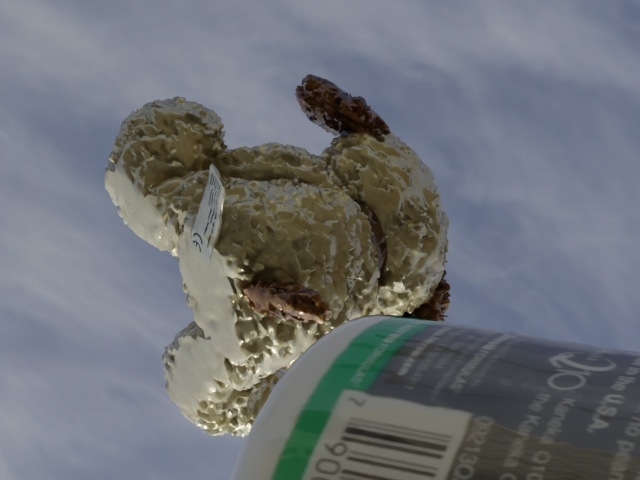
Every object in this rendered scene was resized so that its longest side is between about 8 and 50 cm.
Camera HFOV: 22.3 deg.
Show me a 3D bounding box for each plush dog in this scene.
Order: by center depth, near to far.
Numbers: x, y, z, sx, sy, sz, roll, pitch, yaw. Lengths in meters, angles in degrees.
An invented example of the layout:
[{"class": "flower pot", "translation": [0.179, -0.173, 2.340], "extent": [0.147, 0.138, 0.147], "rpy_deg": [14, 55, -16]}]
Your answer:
[{"class": "plush dog", "translation": [0.000, 0.000, 1.183], "extent": [0.225, 0.210, 0.262], "rpy_deg": [-26, -74, -36]}]

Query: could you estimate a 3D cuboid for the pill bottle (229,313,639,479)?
[{"class": "pill bottle", "translation": [0.158, 0.147, 0.545], "extent": [0.361, 0.204, 0.204], "rpy_deg": [8, -85, 26]}]
